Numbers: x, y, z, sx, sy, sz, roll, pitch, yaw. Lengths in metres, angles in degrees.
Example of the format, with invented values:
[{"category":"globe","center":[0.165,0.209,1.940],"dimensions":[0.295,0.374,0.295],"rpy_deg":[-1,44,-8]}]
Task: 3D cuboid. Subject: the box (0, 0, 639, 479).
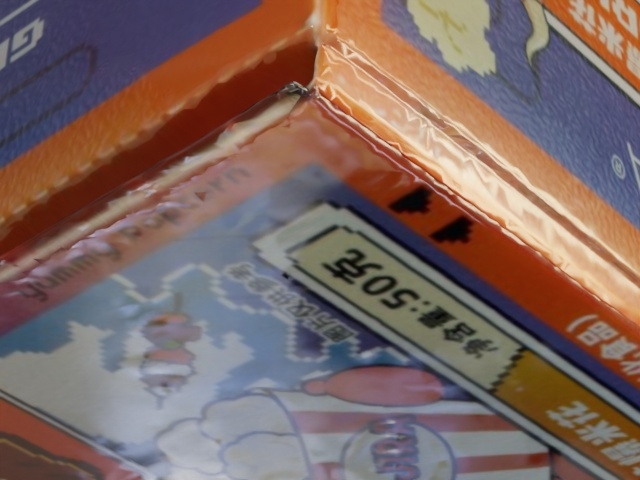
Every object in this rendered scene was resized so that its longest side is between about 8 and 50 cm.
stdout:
[{"category":"box","center":[0.000,0.000,0.720],"dimensions":[0.318,0.257,0.348],"rpy_deg":[-25,135,33]}]
